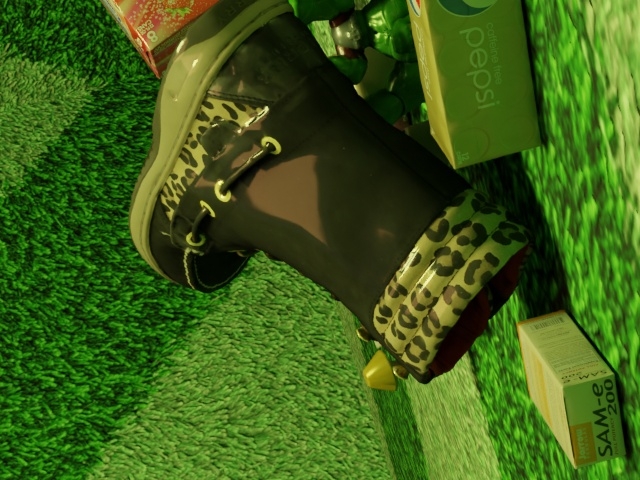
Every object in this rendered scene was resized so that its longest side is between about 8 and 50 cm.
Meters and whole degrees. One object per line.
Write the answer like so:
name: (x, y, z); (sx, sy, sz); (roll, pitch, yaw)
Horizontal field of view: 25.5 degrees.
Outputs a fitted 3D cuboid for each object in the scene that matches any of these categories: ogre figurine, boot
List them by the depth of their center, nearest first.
boot: (0.000, 0.000, 1.106); (0.284, 0.138, 0.377); (41, 149, 12)
ogre figurine: (0.035, -0.169, 1.136); (0.097, 0.118, 0.197); (-158, 51, -80)

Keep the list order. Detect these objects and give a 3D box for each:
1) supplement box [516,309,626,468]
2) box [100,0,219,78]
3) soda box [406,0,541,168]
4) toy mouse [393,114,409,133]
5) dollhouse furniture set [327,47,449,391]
supplement box: (0.162, 0.095, 0.921); (0.098, 0.036, 0.062); (-113, 9, -66)
box: (-0.107, -0.302, 1.482); (0.128, 0.257, 0.122); (54, 174, 5)
soda box: (0.089, -0.140, 0.875); (0.058, 0.061, 0.181); (-113, 9, -61)
toy mouse: (0.067, -0.133, 1.467); (0.161, 0.031, 0.143); (-110, 6, -54)
dollhouse furniture set: (0.017, 0.005, 1.313); (0.286, 0.198, 0.303); (145, 105, -79)
